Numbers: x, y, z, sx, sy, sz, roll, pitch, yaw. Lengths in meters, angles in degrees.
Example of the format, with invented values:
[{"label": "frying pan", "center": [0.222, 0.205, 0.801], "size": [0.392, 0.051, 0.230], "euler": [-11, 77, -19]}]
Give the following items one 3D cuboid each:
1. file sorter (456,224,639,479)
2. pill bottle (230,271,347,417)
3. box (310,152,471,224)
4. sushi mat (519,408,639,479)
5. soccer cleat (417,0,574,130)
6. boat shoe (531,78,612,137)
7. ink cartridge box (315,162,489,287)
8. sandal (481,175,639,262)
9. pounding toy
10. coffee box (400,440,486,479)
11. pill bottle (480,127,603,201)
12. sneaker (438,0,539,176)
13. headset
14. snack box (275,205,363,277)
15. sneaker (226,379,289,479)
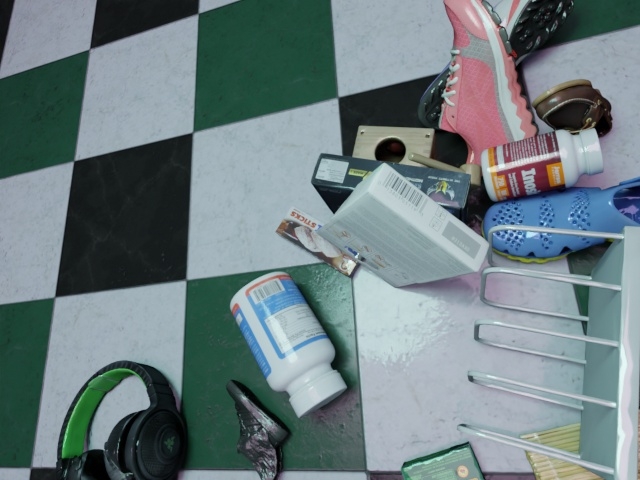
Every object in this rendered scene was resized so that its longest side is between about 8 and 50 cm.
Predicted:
[{"label": "file sorter", "center": [0.294, 0.136, 0.553], "size": [0.173, 0.193, 0.278], "euler": [8, 72, 24]}, {"label": "pill bottle", "center": [-0.052, 0.173, 0.702], "size": [0.124, 0.124, 0.222], "euler": [-35, 67, 5]}, {"label": "box", "center": [0.121, -0.063, 0.683], "size": [0.232, 0.183, 0.059], "euler": [14, 78, 20]}, {"label": "sushi mat", "center": [0.454, 0.303, 0.553], "size": [0.316, 0.019, 0.152], "euler": [-19, 68, 12]}, {"label": "soccer cleat", "center": [0.298, -0.334, 0.763], "size": [0.318, 0.108, 0.116], "euler": [-46, 28, 14]}, {"label": "boat shoe", "center": [0.396, -0.193, 0.635], "size": [0.073, 0.207, 0.073], "euler": [-30, 75, 50]}, {"label": "ink cartridge box", "center": [0.107, -0.006, 0.626], "size": [0.181, 0.224, 0.056], "euler": [35, 72, -8]}, {"label": "sandal", "center": [0.404, -0.041, 0.611], "size": [0.317, 0.138, 0.126], "euler": [-8, 74, 18]}, {"label": "pounding toy", "center": [0.162, -0.137, 0.692], "size": [0.206, 0.181, 0.094], "euler": [8, 76, 20]}, {"label": "coffee box", "center": [0.200, 0.402, 0.595], "size": [0.113, 0.040, 0.184], "euler": [-24, 68, 9]}, {"label": "pill bottle", "center": [0.327, -0.114, 0.623], "size": [0.152, 0.086, 0.086], "euler": [-12, 70, 31]}, {"label": "sneaker", "center": [0.244, -0.240, 0.670], "size": [0.136, 0.116, 0.314], "euler": [-22, 108, 22]}, {"label": "headset", "center": [-0.354, 0.388, 0.704], "size": [0.243, 0.185, 0.394], "euler": [-40, 55, 4]}, {"label": "snack box", "center": [0.000, 0.000, 0.791], "size": [0.178, 0.022, 0.064], "euler": [30, 84, 24]}, {"label": "sneaker", "center": [-0.121, 0.327, 0.718], "size": [0.170, 0.051, 0.089], "euler": [35, 83, 20]}]
